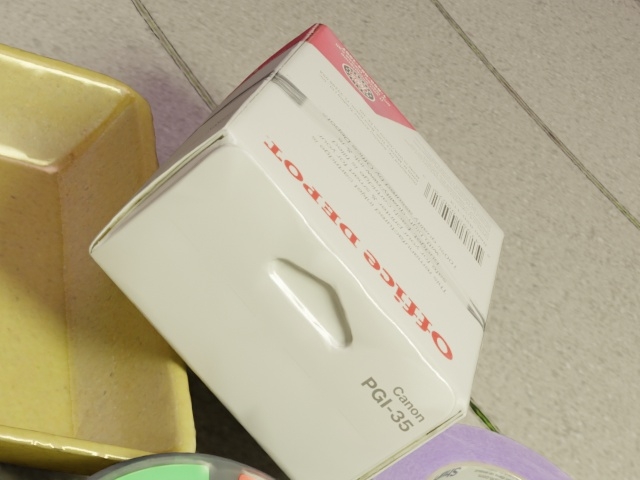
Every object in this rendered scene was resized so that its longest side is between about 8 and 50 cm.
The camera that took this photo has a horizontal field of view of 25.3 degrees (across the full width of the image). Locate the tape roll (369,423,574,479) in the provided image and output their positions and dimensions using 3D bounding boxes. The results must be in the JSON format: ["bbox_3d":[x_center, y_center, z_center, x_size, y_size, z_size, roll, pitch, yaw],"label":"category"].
[{"bbox_3d":[0.092,0.204,0.833,0.189,0.080,0.189,22,35,-16],"label":"tape roll"}]

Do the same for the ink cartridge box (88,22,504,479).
[{"bbox_3d":[0.000,0.000,0.890,0.207,0.117,0.283,49,22,-8],"label":"ink cartridge box"}]

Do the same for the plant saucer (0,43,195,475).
[{"bbox_3d":[-0.251,-0.004,0.809,0.333,0.081,0.333,14,38,-25],"label":"plant saucer"}]

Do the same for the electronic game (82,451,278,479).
[{"bbox_3d":[-0.054,0.212,0.682,0.229,0.048,0.229,18,54,-27],"label":"electronic game"}]
